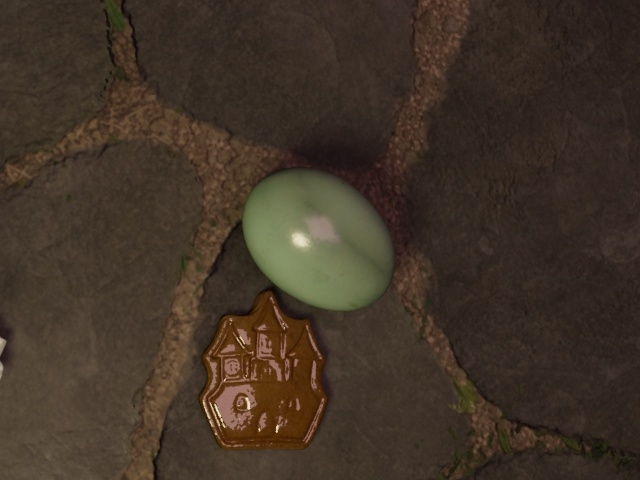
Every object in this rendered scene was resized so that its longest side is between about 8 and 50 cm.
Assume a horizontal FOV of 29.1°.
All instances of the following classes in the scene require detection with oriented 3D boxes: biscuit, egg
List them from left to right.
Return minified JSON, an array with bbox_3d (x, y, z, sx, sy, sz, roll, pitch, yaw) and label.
[{"bbox_3d":[-0.075,0.174,1.663,0.182,0.034,0.215,4,81,-24],"label":"biscuit"},{"bbox_3d":[0.000,0.000,1.647,0.231,0.168,0.168,39,69,-17],"label":"egg"}]

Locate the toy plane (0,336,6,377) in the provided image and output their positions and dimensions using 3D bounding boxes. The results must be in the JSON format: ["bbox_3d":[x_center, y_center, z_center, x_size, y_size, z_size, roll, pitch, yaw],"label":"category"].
[{"bbox_3d":[-0.461,0.126,1.472,0.174,0.080,0.174,5,79,-24],"label":"toy plane"}]
